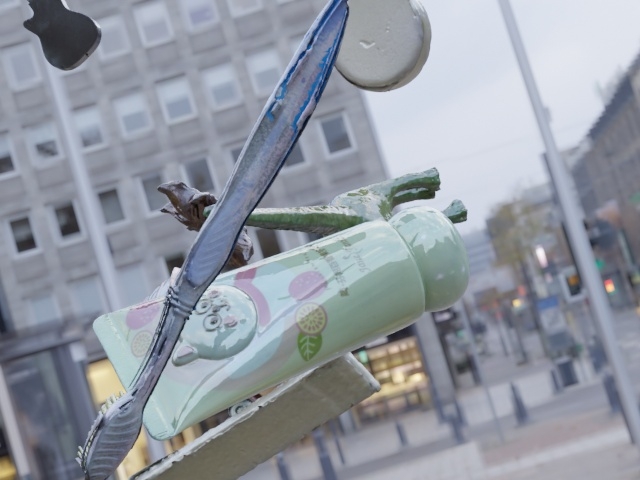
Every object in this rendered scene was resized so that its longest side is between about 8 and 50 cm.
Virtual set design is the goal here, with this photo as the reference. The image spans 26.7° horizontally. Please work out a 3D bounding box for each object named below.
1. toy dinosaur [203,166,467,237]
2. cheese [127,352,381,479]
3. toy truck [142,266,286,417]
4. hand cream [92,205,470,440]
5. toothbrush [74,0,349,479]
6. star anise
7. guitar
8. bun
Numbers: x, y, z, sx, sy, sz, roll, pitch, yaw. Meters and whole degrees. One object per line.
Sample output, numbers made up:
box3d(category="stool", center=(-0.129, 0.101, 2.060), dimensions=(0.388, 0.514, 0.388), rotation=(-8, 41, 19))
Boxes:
box3d(category="toy dinosaur", center=(0.000, 0.000, 1.488), dimensions=(0.300, 0.087, 0.447), rotation=(-18, -13, -14))
box3d(category="cheese", center=(-0.094, 0.262, 1.784), dimensions=(0.400, 0.085, 0.034), rotation=(-33, 16, 26))
box3d(category="toy truck", center=(-0.131, 0.156, 1.939), dimensions=(0.135, 0.270, 0.114), rotation=(-45, 16, 20))
box3d(category="hand cream", center=(-0.023, 0.059, 1.112), dimensions=(0.305, 0.147, 0.093), rotation=(-22, -43, -17))
box3d(category="toothbrush", center=(-0.078, -0.001, 1.006), dimensions=(0.035, 0.413, 0.042), rotation=(27, 4, -30))
box3d(category="star anise", center=(-0.120, -0.018, 1.502), dimensions=(0.042, 0.141, 0.141), rotation=(-47, 5, -19))
box3d(category="guitar", center=(-0.414, -0.345, 1.942), dimensions=(0.088, 0.233, 0.025), rotation=(-44, -6, 5))
box3d(category="bun", center=(0.082, -0.257, 1.703), dimensions=(0.138, 0.138, 0.094), rotation=(-19, 0, 24))
